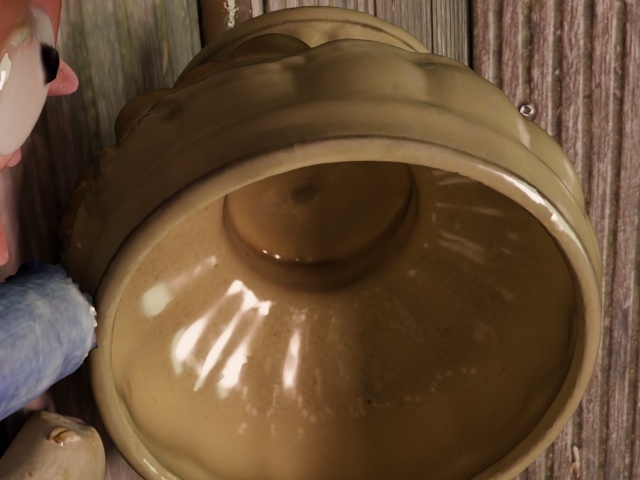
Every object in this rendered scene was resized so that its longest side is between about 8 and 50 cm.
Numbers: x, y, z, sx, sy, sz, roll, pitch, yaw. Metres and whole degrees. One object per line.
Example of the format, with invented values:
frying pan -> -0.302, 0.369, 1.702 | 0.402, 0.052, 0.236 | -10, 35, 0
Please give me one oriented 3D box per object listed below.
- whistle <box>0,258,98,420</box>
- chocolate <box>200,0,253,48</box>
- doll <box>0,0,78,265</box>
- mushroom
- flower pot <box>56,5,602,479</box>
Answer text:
whistle -> -0.172, 0.065, 0.406 | 0.304, 0.062, 0.062 | -36, 127, -73
chocolate -> -0.070, -0.170, 0.852 | 0.064, 0.031, 0.100 | -50, 141, -62
doll -> -0.148, -0.087, 0.407 | 0.211, 0.093, 0.261 | 75, 18, -66
mushroom -> -0.147, 0.140, 0.513 | 0.209, 0.071, 0.084 | -61, 156, -69
flower pot -> 0.000, 0.000, 0.676 | 0.244, 0.308, 0.307 | -100, -178, -56
